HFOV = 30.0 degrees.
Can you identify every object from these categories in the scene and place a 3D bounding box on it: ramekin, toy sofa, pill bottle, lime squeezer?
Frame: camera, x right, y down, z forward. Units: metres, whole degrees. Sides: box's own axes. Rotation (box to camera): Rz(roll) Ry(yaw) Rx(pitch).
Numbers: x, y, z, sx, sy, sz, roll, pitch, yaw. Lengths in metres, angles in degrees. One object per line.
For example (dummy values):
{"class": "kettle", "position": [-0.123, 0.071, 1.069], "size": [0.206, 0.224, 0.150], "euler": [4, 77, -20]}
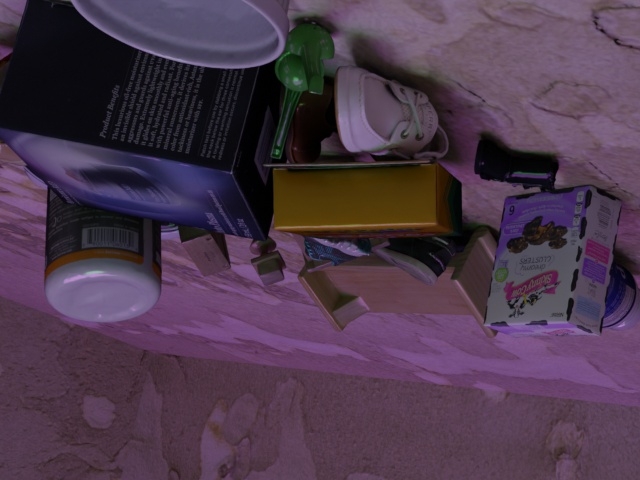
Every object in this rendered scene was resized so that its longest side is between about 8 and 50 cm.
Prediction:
{"class": "ramekin", "position": [-0.121, -0.252, 1.115], "size": [0.207, 0.109, 0.207], "euler": [12, 166, 3]}
{"class": "toy sofa", "position": [0.157, 0.049, 2.035], "size": [0.363, 0.177, 0.150], "euler": [-1, 136, 43]}
{"class": "pill bottle", "position": [0.444, 0.080, 1.917], "size": [0.112, 0.112, 0.187], "euler": [0, 162, 40]}
{"class": "lime squeezer", "position": [-0.017, -0.176, 1.331], "size": [0.059, 0.109, 0.310], "euler": [-6, 173, -11]}
{"class": "pill bottle", "position": [-0.309, -0.036, 1.709], "size": [0.162, 0.278, 0.162], "euler": [-4, 149, -2]}

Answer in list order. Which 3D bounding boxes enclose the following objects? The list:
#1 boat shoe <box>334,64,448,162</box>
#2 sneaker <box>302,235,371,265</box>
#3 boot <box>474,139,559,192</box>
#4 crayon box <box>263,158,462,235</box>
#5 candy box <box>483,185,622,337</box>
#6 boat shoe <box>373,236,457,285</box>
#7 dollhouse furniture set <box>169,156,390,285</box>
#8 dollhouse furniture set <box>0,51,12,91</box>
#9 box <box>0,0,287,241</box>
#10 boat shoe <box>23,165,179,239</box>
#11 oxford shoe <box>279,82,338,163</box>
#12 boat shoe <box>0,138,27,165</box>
{"class": "boat shoe", "position": [0.089, -0.144, 1.392], "size": [0.096, 0.098, 0.277], "euler": [0, 175, 19]}
{"class": "sneaker", "position": [0.000, 0.000, 1.735], "size": [0.076, 0.065, 0.166], "euler": [-31, 142, 29]}
{"class": "boot", "position": [0.253, -0.094, 1.539], "size": [0.099, 0.045, 0.121], "euler": [11, 173, 17]}
{"class": "crayon box", "position": [0.061, -0.048, 1.500], "size": [0.202, 0.081, 0.318], "euler": [-1, 177, 14]}
{"class": "candy box", "position": [0.322, 0.034, 1.665], "size": [0.070, 0.196, 0.165], "euler": [22, 163, -33]}
{"class": "boat shoe", "position": [0.122, -0.002, 1.909], "size": [0.233, 0.079, 0.084], "euler": [28, 170, 48]}
{"class": "dollhouse furniture set", "position": [-0.044, -0.103, 1.777], "size": [0.356, 0.173, 0.303], "euler": [-19, 147, 6]}
{"class": "dollhouse furniture set", "position": [-0.541, -0.199, 1.585], "size": [0.374, 0.152, 0.201], "euler": [-24, 120, 32]}
{"class": "box", "position": [-0.206, -0.139, 1.486], "size": [0.294, 0.182, 0.296], "euler": [12, 166, 9]}
{"class": "boat shoe", "position": [-0.332, -0.099, 1.894], "size": [0.306, 0.113, 0.105], "euler": [27, 161, 4]}
{"class": "oxford shoe", "position": [-0.008, -0.144, 1.520], "size": [0.076, 0.076, 0.212], "euler": [3, 165, 3]}
{"class": "boat shoe", "position": [-0.475, -0.176, 1.728], "size": [0.302, 0.109, 0.098], "euler": [6, 167, 44]}
